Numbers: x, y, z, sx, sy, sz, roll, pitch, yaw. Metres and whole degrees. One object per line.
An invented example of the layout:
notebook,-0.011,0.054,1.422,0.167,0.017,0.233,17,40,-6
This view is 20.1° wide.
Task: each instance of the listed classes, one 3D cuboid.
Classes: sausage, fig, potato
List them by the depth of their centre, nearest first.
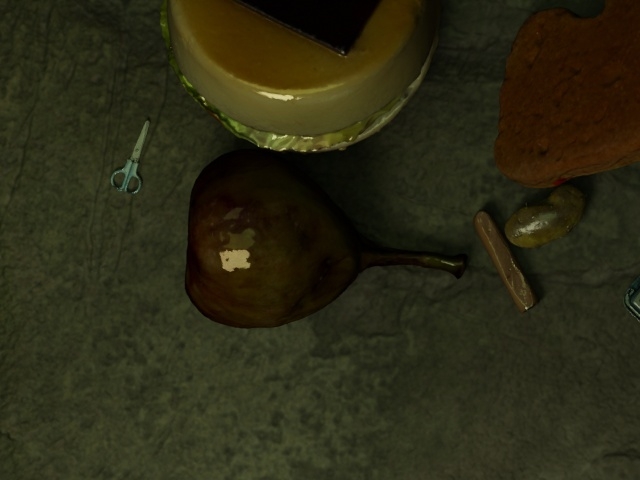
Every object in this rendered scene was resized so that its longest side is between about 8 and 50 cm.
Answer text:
fig,-0.011,0.027,1.840,0.290,0.190,0.190,29,94,-6
potato,0.234,-0.022,1.850,0.092,0.045,0.046,-30,47,6
sausage,0.190,0.020,1.867,0.026,0.026,0.116,-29,82,9

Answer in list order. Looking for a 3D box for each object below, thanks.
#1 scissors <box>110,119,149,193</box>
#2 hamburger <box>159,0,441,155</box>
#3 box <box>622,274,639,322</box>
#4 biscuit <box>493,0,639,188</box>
scissors,-0.201,-0.091,1.954,0.036,0.006,0.083,20,92,12
hamburger,-0.023,-0.230,1.832,0.300,0.176,0.300,-2,73,5
box,0.359,0.068,1.818,0.099,0.054,0.074,44,94,10
biscuit,0.290,-0.192,1.787,0.277,0.052,0.262,-20,58,44
